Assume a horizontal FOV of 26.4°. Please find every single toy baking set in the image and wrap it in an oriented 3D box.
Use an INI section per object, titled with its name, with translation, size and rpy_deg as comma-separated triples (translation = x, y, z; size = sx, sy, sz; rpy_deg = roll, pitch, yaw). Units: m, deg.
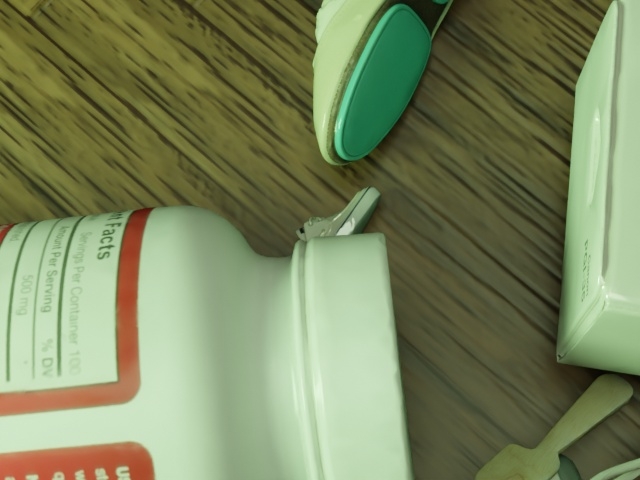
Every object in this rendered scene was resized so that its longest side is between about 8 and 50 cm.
[toy baking set]
translation = 0.225, 0.123, 0.799
size = 0.256, 0.030, 0.197
rpy_deg = 13, 39, 6

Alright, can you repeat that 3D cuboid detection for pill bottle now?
[pill bottle]
translation = -0.155, 0.102, 0.791
size = 0.408, 0.229, 0.229
rpy_deg = -6, 75, 3

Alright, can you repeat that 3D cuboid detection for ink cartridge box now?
[ink cartridge box]
translation = 0.292, -0.017, 0.809
size = 0.283, 0.117, 0.207
rpy_deg = 9, 68, -1

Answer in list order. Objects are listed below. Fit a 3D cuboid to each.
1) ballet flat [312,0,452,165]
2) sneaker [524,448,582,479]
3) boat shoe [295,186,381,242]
[ballet flat]
translation = 0.048, -0.164, 0.931
size = 0.086, 0.086, 0.248
rpy_deg = 30, 78, 12
[sneaker]
translation = 0.234, 0.232, 0.780
size = 0.178, 0.124, 0.295
rpy_deg = -20, 67, -8
[boat shoe]
translation = 0.000, 0.000, 0.906
size = 0.035, 0.035, 0.100
rpy_deg = 37, 88, 10
